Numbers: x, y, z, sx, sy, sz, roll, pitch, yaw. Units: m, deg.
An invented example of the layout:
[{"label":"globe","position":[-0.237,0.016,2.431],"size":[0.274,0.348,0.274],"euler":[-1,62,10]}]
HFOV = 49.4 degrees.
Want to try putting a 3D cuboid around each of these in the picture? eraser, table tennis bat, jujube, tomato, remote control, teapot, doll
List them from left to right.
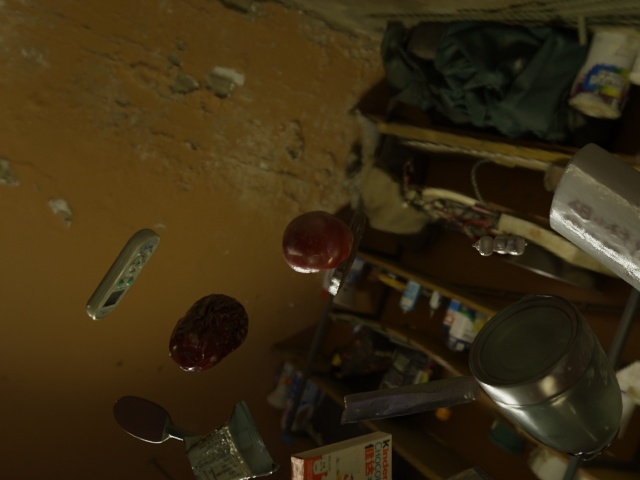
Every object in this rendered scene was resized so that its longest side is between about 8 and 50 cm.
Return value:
[{"label":"remote control","position":[-0.395,0.065,1.382],"size":[0.042,0.221,0.078],"euler":[40,-165,10]},{"label":"table tennis bat","position":[-0.452,0.515,1.941],"size":[0.274,0.154,0.021],"euler":[20,-148,4]},{"label":"jujube","position":[-0.262,0.219,1.632],"size":[0.155,0.155,0.230],"euler":[19,-157,8]},{"label":"tomato","position":[0.000,0.000,1.713],"size":[0.187,0.151,0.187],"euler":[-12,180,0]},{"label":"doll","position":[0.517,0.012,1.982],"size":[0.161,0.059,0.160],"euler":[-2,-178,2]},{"label":"teapot","position":[0.477,0.267,1.399],"size":[0.312,0.233,0.315],"euler":[51,-145,-23]},{"label":"eraser","position":[0.471,-0.006,1.011],"size":[0.270,0.095,0.174],"euler":[44,158,31]}]

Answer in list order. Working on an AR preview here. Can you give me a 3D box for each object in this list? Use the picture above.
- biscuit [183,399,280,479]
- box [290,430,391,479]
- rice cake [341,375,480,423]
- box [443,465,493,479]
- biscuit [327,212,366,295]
[{"label":"biscuit","position":[-0.226,0.507,1.643],"size":[0.079,0.309,0.186],"euler":[-15,-110,-42]},{"label":"box","position":[0.049,0.554,1.438],"size":[0.265,0.273,0.048],"euler":[-1,180,-44]},{"label":"rice cake","position":[0.245,0.434,1.918],"size":[0.399,0.070,0.064],"euler":[-8,-169,-8]},{"label":"box","position":[0.358,0.774,1.769],"size":[0.256,0.319,0.348],"euler":[61,179,9]},{"label":"biscuit","position":[0.084,0.043,2.121],"size":[0.049,0.257,0.273],"euler":[21,168,1]}]
